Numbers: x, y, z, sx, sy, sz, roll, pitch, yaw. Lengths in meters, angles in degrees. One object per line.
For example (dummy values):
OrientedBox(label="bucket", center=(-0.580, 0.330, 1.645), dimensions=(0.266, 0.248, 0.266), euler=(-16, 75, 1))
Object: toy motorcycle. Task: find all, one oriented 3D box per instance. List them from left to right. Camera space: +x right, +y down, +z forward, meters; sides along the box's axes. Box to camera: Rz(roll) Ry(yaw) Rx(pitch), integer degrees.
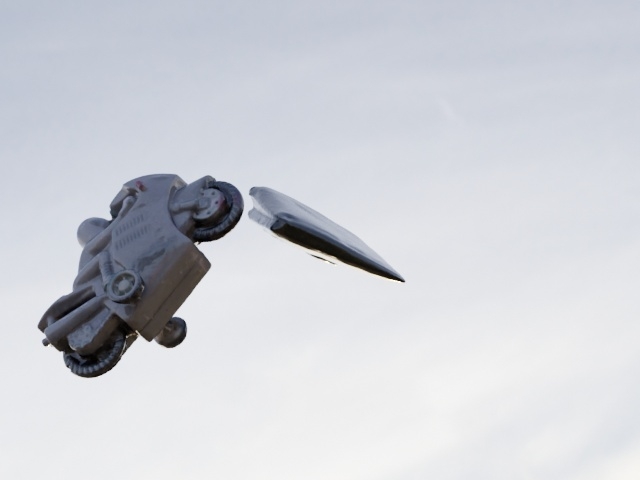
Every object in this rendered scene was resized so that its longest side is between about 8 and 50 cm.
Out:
OrientedBox(label="toy motorcycle", center=(-0.202, 0.022, 1.343), dimensions=(0.260, 0.171, 0.110), euler=(-50, -39, -11))

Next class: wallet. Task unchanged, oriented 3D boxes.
OrientedBox(label="wallet", center=(0.000, 0.000, 1.421), dimensions=(0.169, 0.245, 0.052), euler=(26, -87, -12))
